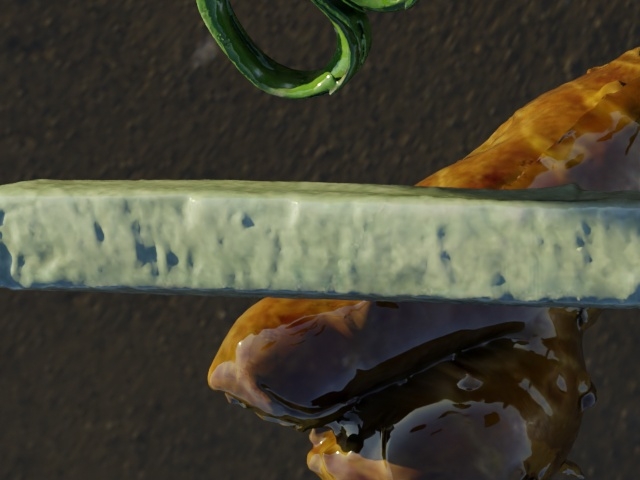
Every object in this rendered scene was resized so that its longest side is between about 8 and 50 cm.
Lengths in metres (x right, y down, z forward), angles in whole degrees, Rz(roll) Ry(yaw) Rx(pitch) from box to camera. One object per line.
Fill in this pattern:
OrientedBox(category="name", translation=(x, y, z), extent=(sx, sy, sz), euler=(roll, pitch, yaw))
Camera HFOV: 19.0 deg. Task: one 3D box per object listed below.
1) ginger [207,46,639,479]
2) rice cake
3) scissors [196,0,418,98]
OrientedBox(category="ginger", translation=(0.142, 0.044, 1.349), extent=(0.254, 0.418, 0.176), euler=(53, 164, -15))
OrientedBox(category="rice cake", translation=(0.000, 0.000, 0.446), extent=(0.171, 0.033, 0.029), euler=(1, 95, 17))
OrientedBox(category="scissors", translation=(-0.056, -0.135, 0.682), extent=(0.204, 0.027, 0.101), euler=(36, 126, -7))
